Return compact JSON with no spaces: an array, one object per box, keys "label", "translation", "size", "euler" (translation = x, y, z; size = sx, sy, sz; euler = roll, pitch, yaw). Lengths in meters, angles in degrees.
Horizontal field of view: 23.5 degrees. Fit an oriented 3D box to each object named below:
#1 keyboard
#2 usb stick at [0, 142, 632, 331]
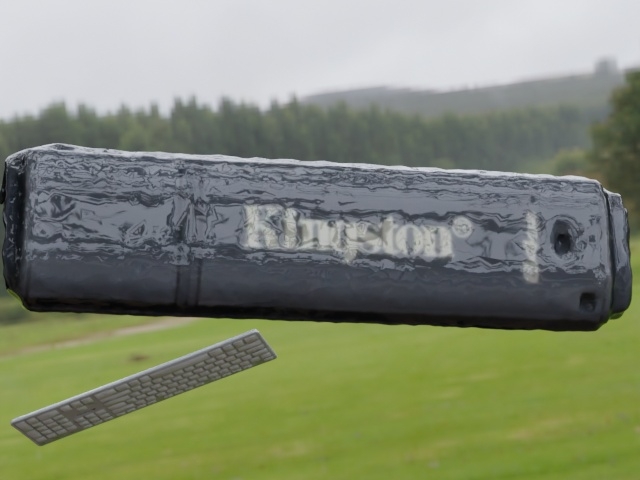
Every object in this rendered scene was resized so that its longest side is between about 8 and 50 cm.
[{"label":"keyboard","translation":[-0.170,0.143,1.489],"size":[0.256,0.014,0.072],"euler":[-21,-23,5]},{"label":"usb stick","translation":[0.000,0.000,0.677],"size":[0.278,0.077,0.045],"euler":[3,-25,-10]}]
